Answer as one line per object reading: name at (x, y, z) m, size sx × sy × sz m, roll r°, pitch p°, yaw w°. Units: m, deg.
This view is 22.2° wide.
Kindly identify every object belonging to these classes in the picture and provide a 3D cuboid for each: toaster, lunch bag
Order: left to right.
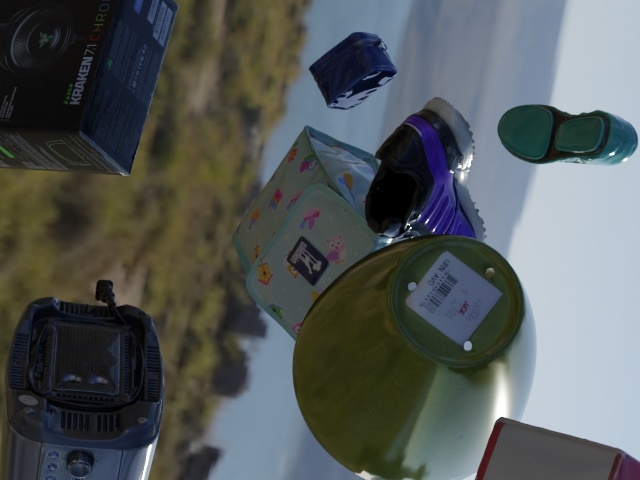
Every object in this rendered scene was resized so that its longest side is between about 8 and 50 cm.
toaster at (-0.203, 0.150, 1.359) m, size 0.227 × 0.129 × 0.146 m, roll -102°, pitch -158°, yaw -57°
lunch bag at (0.000, 0.000, 2.330) m, size 0.223 × 0.160 × 0.262 m, roll -55°, pitch -150°, yaw 23°
lunch bag at (0.039, -0.209, 1.955) m, size 0.067 × 0.098 × 0.065 m, roll 1°, pitch 57°, yaw -59°

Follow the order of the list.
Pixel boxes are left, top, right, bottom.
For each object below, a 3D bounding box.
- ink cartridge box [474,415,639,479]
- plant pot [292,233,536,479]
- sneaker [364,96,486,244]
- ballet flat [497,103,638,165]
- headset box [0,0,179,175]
ink cartridge box at (0.290, 0.379, 1.647) m, size 0.385 × 0.160 × 0.279 m, roll 34°, pitch 72°, yaw -45°
plant pot at (0.117, 0.105, 1.732) m, size 0.293 × 0.275 × 0.274 m, roll 106°, pitch -2°, yaw -71°
sneaker at (0.121, -0.039, 2.078) m, size 0.146 × 0.102 × 0.293 m, roll -36°, pitch 139°, yaw -22°
ballet flat at (0.336, -0.134, 2.190) m, size 0.247 × 0.087 × 0.083 m, roll 13°, pitch -94°, yaw 61°
headset box at (-0.356, -0.223, 2.065) m, size 0.131 × 0.283 × 0.246 m, roll 46°, pitch 54°, yaw -57°
